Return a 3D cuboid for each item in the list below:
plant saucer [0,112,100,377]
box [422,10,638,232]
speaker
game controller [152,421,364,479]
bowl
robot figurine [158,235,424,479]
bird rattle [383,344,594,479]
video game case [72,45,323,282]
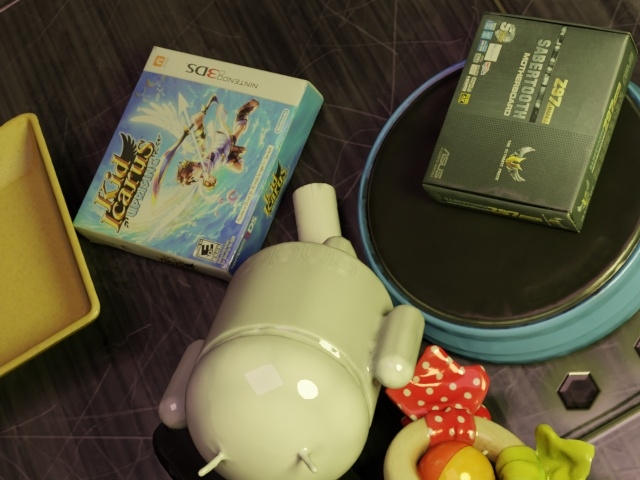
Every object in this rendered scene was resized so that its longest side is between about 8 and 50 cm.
[{"bbox_3d":[-0.443,0.051,2.201,0.333,0.081,0.333,-30,59,13],"label":"plant saucer"},{"bbox_3d":[0.239,-0.138,1.927,0.183,0.059,0.233,14,74,26],"label":"box"},{"bbox_3d":[0.000,0.000,2.060,0.055,0.055,0.136,-17,62,16],"label":"speaker"},{"bbox_3d":[-0.064,0.266,1.919,0.166,0.067,0.319,-25,40,-19],"label":"game controller"},{"bbox_3d":[0.226,-0.052,1.974,0.391,0.077,0.391,-9,65,19],"label":"bowl"},{"bbox_3d":[-0.032,0.139,1.855,0.300,0.200,0.353,-16,29,22],"label":"robot figurine"},{"bbox_3d":[0.158,0.228,1.805,0.253,0.143,0.207,38,44,21],"label":"bird rattle"},{"bbox_3d":[-0.158,-0.100,2.168,0.244,0.061,0.269,15,75,29],"label":"video game case"}]
